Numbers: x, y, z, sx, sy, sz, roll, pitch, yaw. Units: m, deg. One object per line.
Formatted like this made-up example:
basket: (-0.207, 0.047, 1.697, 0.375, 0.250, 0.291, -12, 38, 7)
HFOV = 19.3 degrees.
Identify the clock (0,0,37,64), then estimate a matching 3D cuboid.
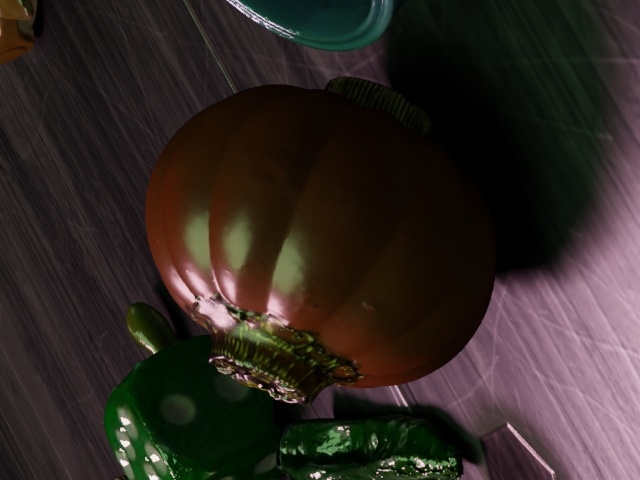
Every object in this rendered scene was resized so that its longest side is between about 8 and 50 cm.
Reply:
clock: (-0.369, -0.287, 1.720, 0.348, 0.117, 0.286, 23, 134, 56)

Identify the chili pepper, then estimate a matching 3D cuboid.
chili pepper: (0.046, 0.169, 1.406, 0.227, 0.059, 0.088, -14, 105, 61)

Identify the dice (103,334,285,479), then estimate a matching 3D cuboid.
dice: (-0.107, 0.169, 1.629, 0.131, 0.120, 0.128, 52, 153, 22)

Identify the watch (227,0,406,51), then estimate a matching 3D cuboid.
watch: (-0.009, -0.202, 1.025, 0.193, 0.211, 0.211, 52, 163, -27)

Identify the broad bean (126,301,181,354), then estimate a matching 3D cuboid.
broad bean: (-0.144, 0.153, 1.777, 0.070, 0.048, 0.213, 33, 141, 49)

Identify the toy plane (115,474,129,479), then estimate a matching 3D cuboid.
toy plane: (-0.054, 0.334, 1.707, 0.316, 0.103, 0.204, 48, 180, 27)

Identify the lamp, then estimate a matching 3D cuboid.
lamp: (0.000, 0.000, 1.149, 0.223, 0.196, 0.223, 22, 163, 7)
